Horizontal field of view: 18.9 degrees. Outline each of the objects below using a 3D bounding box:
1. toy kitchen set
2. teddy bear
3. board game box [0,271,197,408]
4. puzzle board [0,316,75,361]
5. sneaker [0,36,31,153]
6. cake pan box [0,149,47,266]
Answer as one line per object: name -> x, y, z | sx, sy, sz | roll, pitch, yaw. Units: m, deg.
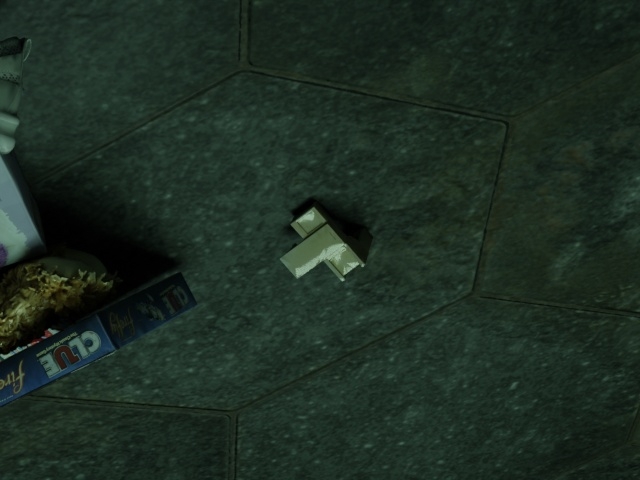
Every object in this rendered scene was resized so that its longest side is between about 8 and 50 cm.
toy kitchen set -> 0.000, 0.000, 2.041 | 0.068, 0.075, 0.083 | -36, 104, 22
teddy bear -> -0.354, 0.092, 1.888 | 0.338, 0.113, 0.245 | -19, -174, -14
board game box -> -0.237, 0.103, 1.926 | 0.165, 0.042, 0.243 | -27, -179, 18
puzzle board -> -0.304, 0.116, 2.088 | 0.096, 0.011, 0.128 | -24, 147, 9
sneaker -> -0.369, -0.166, 1.570 | 0.281, 0.115, 0.105 | 23, 170, -29
cake pan box -> -0.399, -0.044, 1.750 | 0.246, 0.070, 0.267 | -18, 148, -4
